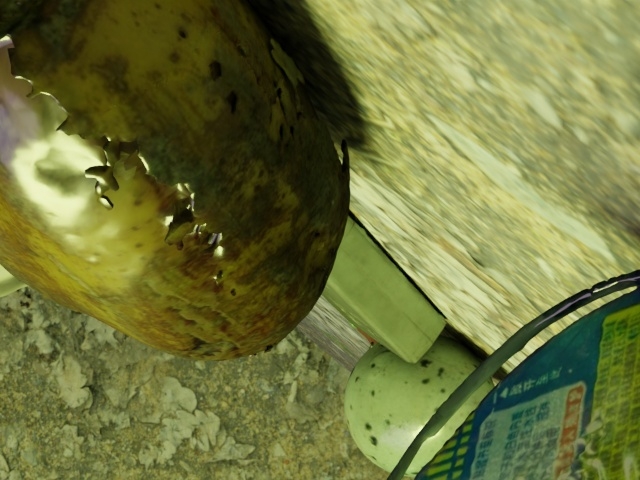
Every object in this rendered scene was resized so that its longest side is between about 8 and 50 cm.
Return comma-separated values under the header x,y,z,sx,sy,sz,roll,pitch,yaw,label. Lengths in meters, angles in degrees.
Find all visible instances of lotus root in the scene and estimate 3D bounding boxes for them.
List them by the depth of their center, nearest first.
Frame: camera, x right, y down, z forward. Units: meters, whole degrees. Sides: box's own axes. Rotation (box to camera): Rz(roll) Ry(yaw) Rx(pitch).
x,y,z,sx,sy,sz,roll,pitch,yaw,label
-0.092,-0.043,0.714,0.196,0.179,0.397,40,174,22,lotus root

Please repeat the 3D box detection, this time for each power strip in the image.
x,y,z,sx,sy,sz,roll,pitch,yaw,label
0.000,0.000,1.088,0.093,0.053,0.288,34,172,44,power strip

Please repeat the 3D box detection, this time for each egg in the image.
x,y,z,sx,sy,sz,roll,pitch,yaw,label
0.091,0.145,1.216,0.131,0.131,0.164,42,167,-19,egg

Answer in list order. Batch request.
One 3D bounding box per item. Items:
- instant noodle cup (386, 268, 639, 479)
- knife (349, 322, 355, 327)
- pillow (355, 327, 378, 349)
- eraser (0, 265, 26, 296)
x,y,z,sx,sy,sz,roll,pitch,yaw,label
0.190,0.201,0.515,0.312,0.284,0.284,35,177,-23,instant noodle cup
0.024,0.069,1.638,0.054,0.015,0.212,29,169,26,knife
0.115,0.172,1.477,0.232,0.043,0.126,57,177,3,pillow
-0.265,-0.075,0.927,0.150,0.331,0.331,43,177,43,eraser
